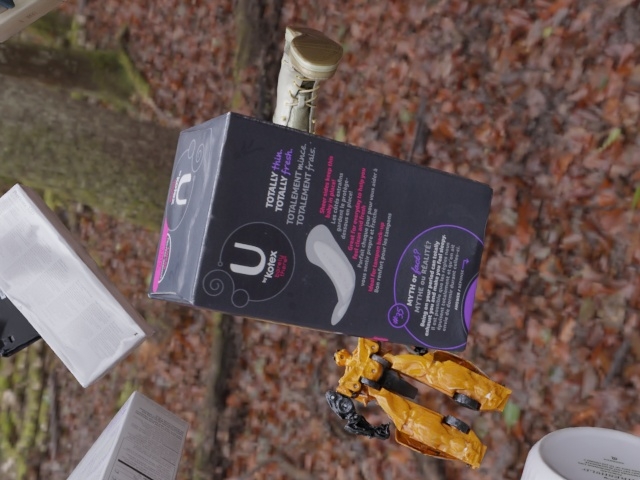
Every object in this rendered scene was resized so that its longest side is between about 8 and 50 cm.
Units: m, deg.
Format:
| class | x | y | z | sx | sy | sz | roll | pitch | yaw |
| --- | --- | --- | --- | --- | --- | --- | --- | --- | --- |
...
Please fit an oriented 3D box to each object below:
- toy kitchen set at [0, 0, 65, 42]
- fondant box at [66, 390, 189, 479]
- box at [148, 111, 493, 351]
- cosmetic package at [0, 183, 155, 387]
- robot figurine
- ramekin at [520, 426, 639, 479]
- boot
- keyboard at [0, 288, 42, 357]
| class | x | y | z | sx | sy | sz | roll | pitch | yaw |
| --- | --- | --- | --- | --- | --- | --- | --- | --- | --- |
| toy kitchen set | -0.403 | -0.342 | 0.982 | 0.166 | 0.122 | 0.207 | 60 | -173 | -1 |
| fondant box | -0.283 | 0.366 | 1.056 | 0.238 | 0.096 | 0.330 | -52 | 11 | 14 |
| box | 0.000 | 0.000 | 0.798 | 0.143 | 0.270 | 0.165 | 0 | 78 | 64 |
| cosmetic package | -0.316 | 0.053 | 1.043 | 0.099 | 0.239 | 0.060 | -41 | -3 | 2 |
| robot figurine | 0.155 | 0.255 | 1.446 | 0.211 | 0.291 | 0.085 | -63 | -12 | -12 |
| ramekin | 0.427 | 0.385 | 1.299 | 0.273 | 0.273 | 0.127 | -140 | 50 | -67 |
| boot | -0.024 | -0.220 | 1.283 | 0.213 | 0.077 | 0.165 | -112 | 31 | -64 |
| keyboard | -0.473 | 0.081 | 1.255 | 0.192 | 0.100 | 0.038 | 58 | 169 | 19 |
